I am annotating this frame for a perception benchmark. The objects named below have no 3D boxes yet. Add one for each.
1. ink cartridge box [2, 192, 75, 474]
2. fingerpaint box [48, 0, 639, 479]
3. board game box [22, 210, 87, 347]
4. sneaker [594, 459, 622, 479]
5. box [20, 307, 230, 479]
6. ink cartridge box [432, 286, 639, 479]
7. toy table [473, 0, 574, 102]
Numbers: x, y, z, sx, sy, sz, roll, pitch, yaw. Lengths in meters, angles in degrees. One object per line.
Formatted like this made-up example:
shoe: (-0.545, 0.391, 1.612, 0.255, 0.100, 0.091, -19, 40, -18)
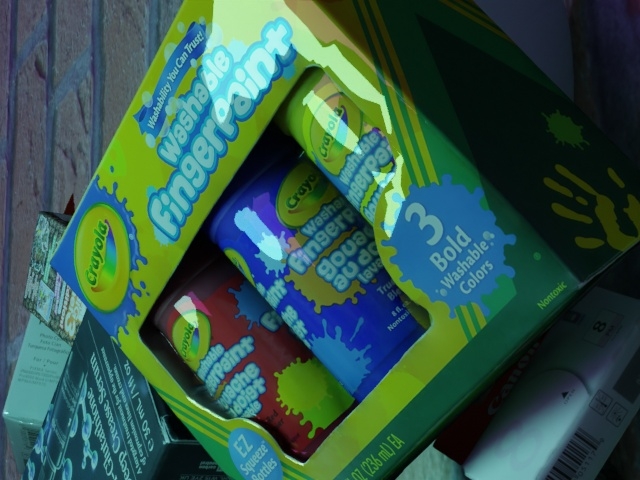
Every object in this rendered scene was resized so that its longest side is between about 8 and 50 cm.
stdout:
ink cartridge box: (-0.408, 0.163, 2.030, 0.308, 0.091, 0.385, 106, 176, -63)
fingerpaint box: (0.000, 0.000, 1.058, 0.371, 0.163, 0.445, 49, 134, 12)
board game box: (-0.242, 0.066, 1.706, 0.291, 0.232, 0.141, 22, 103, 59)
sneaker: (0.186, 0.318, 1.066, 0.130, 0.109, 0.286, -21, 55, 63)
box: (-0.182, 0.268, 1.461, 0.395, 0.212, 0.293, -65, 34, 29)
ink cartridge box: (0.176, 0.121, 1.066, 0.189, 0.066, 0.232, -57, 26, -5)
toy table: (0.122, -0.123, 1.165, 0.161, 0.252, 0.274, -7, 58, 42)
